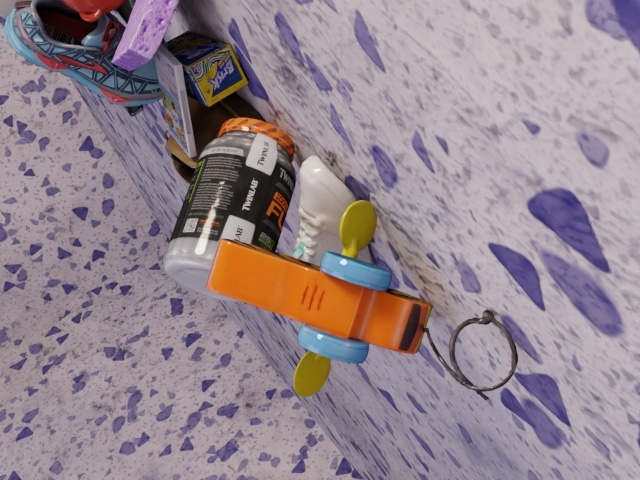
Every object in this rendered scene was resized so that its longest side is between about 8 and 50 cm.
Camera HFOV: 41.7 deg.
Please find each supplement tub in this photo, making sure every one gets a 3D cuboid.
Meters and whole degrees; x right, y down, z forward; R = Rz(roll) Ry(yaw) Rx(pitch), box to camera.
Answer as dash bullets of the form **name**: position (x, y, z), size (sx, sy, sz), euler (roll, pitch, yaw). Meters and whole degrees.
- **supplement tub**: position (-0.096, -0.036, 0.953), size (0.117, 0.190, 0.117), euler (14, 158, 5)

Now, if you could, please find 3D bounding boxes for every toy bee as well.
- **toy bee**: position (0.040, 0.080, 0.845), size (0.298, 0.195, 0.162), euler (41, -172, 17)

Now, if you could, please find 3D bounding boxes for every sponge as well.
- **sponge**: position (-0.201, -0.262, 0.980), size (0.031, 0.117, 0.210), euler (22, 180, -21)

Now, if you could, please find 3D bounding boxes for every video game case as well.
- **video game case**: position (-0.178, -0.172, 1.023), size (0.087, 0.011, 0.122), euler (47, 149, 47)

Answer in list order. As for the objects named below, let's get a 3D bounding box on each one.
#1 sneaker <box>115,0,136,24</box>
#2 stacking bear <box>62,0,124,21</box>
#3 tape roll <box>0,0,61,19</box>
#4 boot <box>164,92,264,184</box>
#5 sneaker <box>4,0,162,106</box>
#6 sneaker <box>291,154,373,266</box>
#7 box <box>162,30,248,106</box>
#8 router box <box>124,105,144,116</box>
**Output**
- **sneaker**: position (-0.337, -0.383, 1.268), size (0.166, 0.076, 0.065), euler (54, 169, 9)
- **stacking bear**: position (-0.370, -0.416, 1.144), size (0.289, 0.175, 0.164), euler (43, 175, 18)
- **tape roll**: position (-0.450, -0.418, 1.327), size (0.219, 0.072, 0.219), euler (33, -150, -23)
- **boot**: position (-0.175, -0.161, 1.146), size (0.305, 0.115, 0.112), euler (42, 164, 52)
- **sneaker**: position (-0.323, -0.278, 1.234), size (0.262, 0.104, 0.125), euler (16, 162, -28)
- **sneaker**: position (0.000, 0.000, 0.935), size (0.080, 0.094, 0.212), euler (48, 166, 37)
- **box**: position (-0.152, -0.214, 1.035), size (0.169, 0.059, 0.054), euler (35, 155, 59)
- **router box**: position (-0.447, -0.348, 1.882), size (0.122, 0.038, 0.092), euler (54, 169, 7)
